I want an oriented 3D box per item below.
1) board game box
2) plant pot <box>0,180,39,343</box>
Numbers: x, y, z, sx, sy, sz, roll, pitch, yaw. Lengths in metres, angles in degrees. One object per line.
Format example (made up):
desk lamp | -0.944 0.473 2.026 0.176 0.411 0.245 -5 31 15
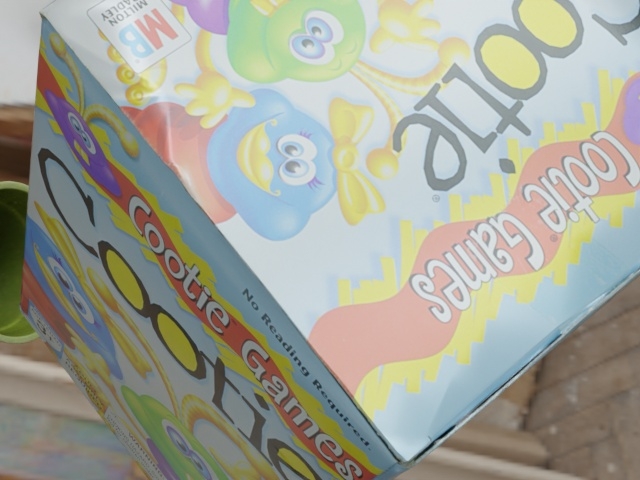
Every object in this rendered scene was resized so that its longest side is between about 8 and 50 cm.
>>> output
board game box | 0.000 0.000 0.503 0.142 0.144 0.275 51 160 6
plant pot | -0.187 0.014 0.803 0.079 0.083 0.083 -5 79 37
